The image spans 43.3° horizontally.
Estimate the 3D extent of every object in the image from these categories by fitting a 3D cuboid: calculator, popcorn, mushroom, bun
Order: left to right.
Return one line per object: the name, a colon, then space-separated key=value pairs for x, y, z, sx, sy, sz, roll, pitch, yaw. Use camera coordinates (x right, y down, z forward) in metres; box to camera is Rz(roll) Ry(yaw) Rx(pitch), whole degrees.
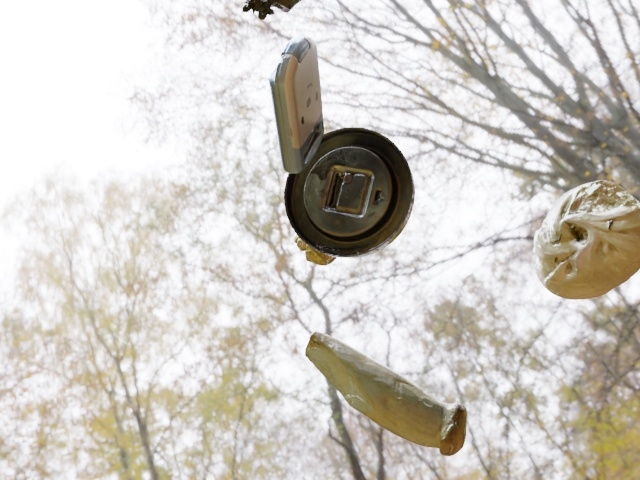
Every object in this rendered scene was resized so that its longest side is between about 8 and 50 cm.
calculator: x=-0.031 y=-0.194 z=1.171 sx=0.039 sy=0.121 sz=0.210 roll=11 pitch=-45 yaw=18
popcorn: x=-0.001 y=0.001 z=1.561 sx=0.097 sy=0.109 sz=0.089 roll=39 pitch=-66 yaw=-6
mushroom: x=0.111 y=0.277 z=1.449 sx=0.107 sy=0.333 sz=0.087 roll=-50 pitch=-16 yaw=-47
bun: x=0.483 y=-0.010 z=1.448 sx=0.116 sy=0.210 sz=0.237 roll=40 pitch=-117 yaw=-44

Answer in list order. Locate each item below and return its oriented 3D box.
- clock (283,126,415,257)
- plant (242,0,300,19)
clock: x=0.048 y=-0.075 z=1.303 sx=0.215 sy=0.215 sz=0.042 roll=-35 pitch=-20 yaw=9
plant: x=-0.063 y=-0.328 z=1.092 sx=0.102 sy=0.051 sz=0.051 roll=-35 pitch=-37 yaw=-21
